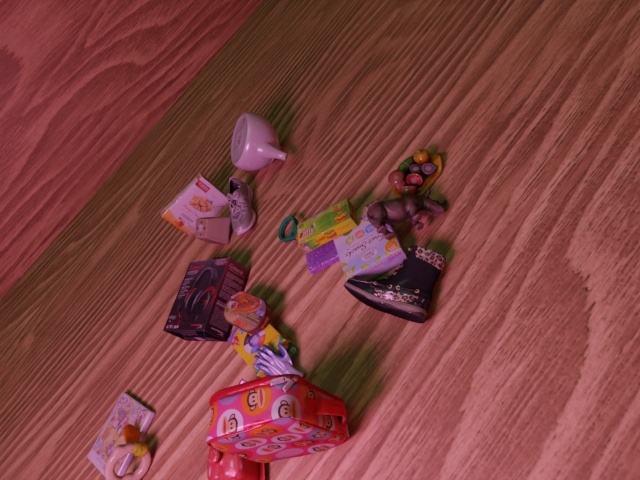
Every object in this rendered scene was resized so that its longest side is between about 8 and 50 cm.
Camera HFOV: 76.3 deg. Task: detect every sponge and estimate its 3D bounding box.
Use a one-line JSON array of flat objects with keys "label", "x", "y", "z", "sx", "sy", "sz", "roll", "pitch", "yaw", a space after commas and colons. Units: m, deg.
[{"label": "sponge", "x": 0.000, "y": 0.000, "z": 1.304, "sx": 0.117, "sy": 0.031, "sz": 0.210, "roll": -31, "pitch": 46, "yaw": 18}]

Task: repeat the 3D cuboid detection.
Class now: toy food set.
[{"label": "toy food set", "x": 0.265, "y": -0.193, "z": 1.209, "sx": 0.218, "sy": 0.071, "sz": 0.128, "roll": -52, "pitch": 43, "yaw": -5}]

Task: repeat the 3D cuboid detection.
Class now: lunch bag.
[{"label": "lunch bag", "x": -0.069, "y": 0.387, "z": 0.880, "sx": 0.258, "sy": 0.293, "sz": 0.120, "roll": -23, "pitch": 49, "yaw": 18}]

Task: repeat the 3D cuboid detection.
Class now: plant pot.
[{"label": "plant pot", "x": -0.428, "y": -0.044, "z": 1.596, "sx": 0.109, "sy": 0.096, "sz": 0.109, "roll": 2, "pitch": 87, "yaw": 38}]

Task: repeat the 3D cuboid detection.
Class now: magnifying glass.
[{"label": "magnifying glass", "x": -0.081, "y": -0.022, "z": 1.356, "sx": 0.231, "sy": 0.026, "sz": 0.092, "roll": 30, "pitch": 95, "yaw": 58}]

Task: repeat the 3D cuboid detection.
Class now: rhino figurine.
[{"label": "rhino figurine", "x": 0.237, "y": -0.081, "z": 1.098, "sx": 0.243, "sy": 0.073, "sz": 0.106, "roll": -17, "pitch": 50, "yaw": -15}]

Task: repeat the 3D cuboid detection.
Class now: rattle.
[{"label": "rattle", "x": -0.595, "y": 0.686, "z": 1.218, "sx": 0.142, "sy": 0.130, "sz": 0.200, "roll": 11, "pitch": 94, "yaw": 37}]

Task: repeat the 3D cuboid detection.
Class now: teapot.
[{"label": "teapot", "x": -0.255, "y": -0.402, "z": 1.701, "sx": 0.252, "sy": 0.187, "sz": 0.256, "roll": -34, "pitch": 55, "yaw": 53}]

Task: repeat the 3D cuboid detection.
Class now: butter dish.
[{"label": "butter dish", "x": -0.228, "y": 0.546, "z": 1.014, "sx": 0.159, "sy": 0.118, "sz": 0.160, "roll": -26, "pitch": 46, "yaw": 19}]

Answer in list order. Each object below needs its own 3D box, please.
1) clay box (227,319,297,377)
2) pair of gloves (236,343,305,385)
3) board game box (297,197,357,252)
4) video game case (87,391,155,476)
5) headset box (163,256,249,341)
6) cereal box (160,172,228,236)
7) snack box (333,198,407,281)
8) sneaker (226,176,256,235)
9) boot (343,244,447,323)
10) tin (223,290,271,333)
[{"label": "clay box", "x": -0.172, "y": 0.305, "z": 1.196, "sx": 0.127, "sy": 0.053, "sz": 0.222, "roll": -53, "pitch": 42, "yaw": -7}, {"label": "pair of gloves", "x": -0.137, "y": 0.379, "z": 1.092, "sx": 0.159, "sy": 0.023, "sz": 0.198, "roll": 27, "pitch": 81, "yaw": 18}, {"label": "board game box", "x": 0.017, "y": -0.044, "z": 1.212, "sx": 0.181, "sy": 0.043, "sz": 0.092, "roll": -28, "pitch": 42, "yaw": 20}, {"label": "video game case", "x": -0.662, "y": 0.646, "z": 1.348, "sx": 0.206, "sy": 0.026, "sz": 0.227, "roll": 6, "pitch": 63, "yaw": 40}, {"label": "headset box", "x": -0.386, "y": 0.190, "z": 1.407, "sx": 0.218, "sy": 0.110, "sz": 0.293, "roll": -8, "pitch": 55, "yaw": 35}, {"label": "cereal box", "x": -0.526, "y": -0.145, "z": 1.722, "sx": 0.240, "sy": 0.173, "sz": 0.047, "roll": -43, "pitch": 43, "yaw": 5}, {"label": "snack box", "x": 0.134, "y": 0.006, "z": 1.166, "sx": 0.174, "sy": 0.070, "sz": 0.207, "roll": -32, "pitch": 46, "yaw": 15}, {"label": "sneaker", "x": -0.330, "y": -0.136, "z": 1.601, "sx": 0.105, "sy": 0.115, "sz": 0.281, "roll": -31, "pitch": 45, "yaw": 16}, {"label": "boot", "x": 0.192, "y": 0.095, "z": 1.046, "sx": 0.236, "sy": 0.085, "sz": 0.179, "roll": 17, "pitch": 68, "yaw": 37}, {"label": "tin", "x": -0.224, "y": 0.220, "z": 1.237, "sx": 0.189, "sy": 0.040, "sz": 0.106, "roll": 13, "pitch": 63, "yaw": 45}]
